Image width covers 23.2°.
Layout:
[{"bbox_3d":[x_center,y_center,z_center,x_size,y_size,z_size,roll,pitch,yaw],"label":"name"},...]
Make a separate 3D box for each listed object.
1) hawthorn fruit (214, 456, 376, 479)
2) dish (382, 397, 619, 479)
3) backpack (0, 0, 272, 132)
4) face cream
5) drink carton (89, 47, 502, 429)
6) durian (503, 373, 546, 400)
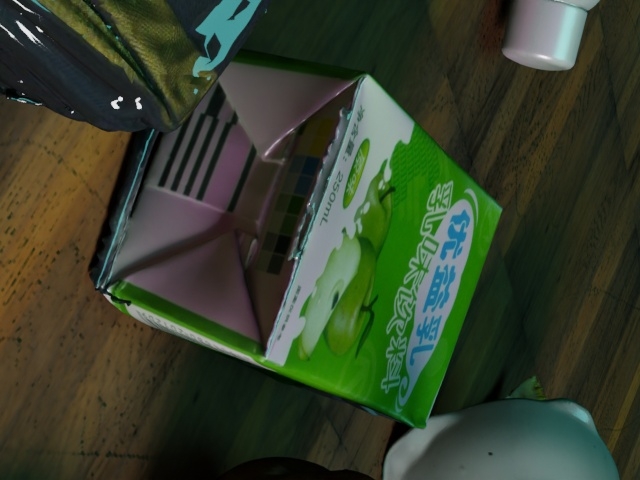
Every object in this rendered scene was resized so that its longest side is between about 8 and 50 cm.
[{"bbox_3d":[-0.014,0.252,0.875,0.248,0.208,0.208,-66,153,-11],"label":"hawthorn fruit"},{"bbox_3d":[0.139,0.237,1.189,0.246,0.224,0.078,-56,-161,8],"label":"dish"},{"bbox_3d":[-0.116,-0.165,0.549,0.206,0.133,0.258,-60,146,-10],"label":"backpack"},{"bbox_3d":[0.189,-0.260,1.155,0.082,0.082,0.269,4,101,-64],"label":"face cream"},{"bbox_3d":[0.000,0.000,0.878,0.271,0.108,0.161,35,75,-64],"label":"drink carton"},{"bbox_3d":[0.148,0.203,1.312,0.132,0.165,0.182,60,6,-1],"label":"durian"}]
